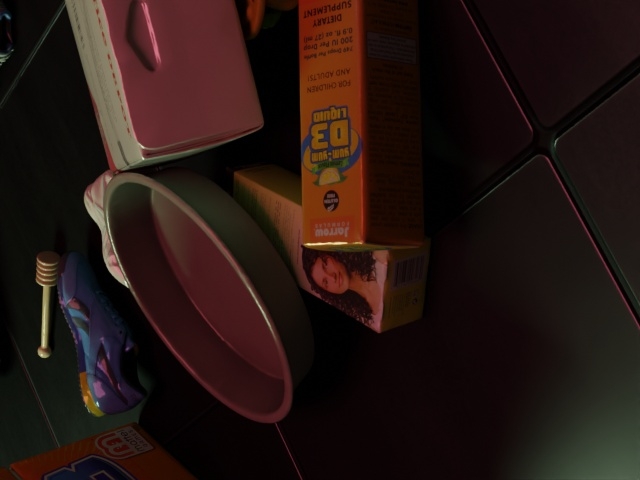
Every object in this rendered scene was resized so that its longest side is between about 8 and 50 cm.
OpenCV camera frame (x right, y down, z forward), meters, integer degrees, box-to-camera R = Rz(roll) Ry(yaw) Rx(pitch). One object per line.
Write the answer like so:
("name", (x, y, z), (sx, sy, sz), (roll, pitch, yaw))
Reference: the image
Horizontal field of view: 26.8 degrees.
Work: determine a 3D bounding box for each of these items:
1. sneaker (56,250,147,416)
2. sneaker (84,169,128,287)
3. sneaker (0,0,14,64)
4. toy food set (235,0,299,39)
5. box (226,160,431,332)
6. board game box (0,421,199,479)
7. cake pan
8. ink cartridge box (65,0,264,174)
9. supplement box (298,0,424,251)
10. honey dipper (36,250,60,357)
("sneaker", (-0.257, 0.105, 1.616), (0.082, 0.069, 0.209), (-22, 74, 19))
("sneaker", (-0.222, -0.012, 1.532), (0.061, 0.053, 0.152), (-42, 69, 45))
("sneaker", (-0.417, -0.241, 1.693), (0.058, 0.052, 0.135), (38, 130, 31))
("toy food set", (-0.056, -0.262, 1.211), (0.218, 0.071, 0.128), (-125, 32, -55))
("box", (0.000, 0.000, 1.262), (0.232, 0.058, 0.087), (27, 122, 44))
("board game box", (-0.269, 0.487, 1.513), (0.356, 0.356, 0.356), (33, 126, 39))
("cake pan", (-0.109, 0.049, 1.347), (0.293, 0.054, 0.293), (39, 149, 29))
("ink cartridge box", (-0.154, -0.177, 1.257), (0.283, 0.117, 0.207), (-178, 74, -75))
("supplement box", (0.034, -0.108, 1.128), (0.078, 0.080, 0.233), (-5, 87, 45))
("honey dipper", (-0.357, 0.088, 1.747), (0.030, 0.030, 0.161), (38, 130, 37))
